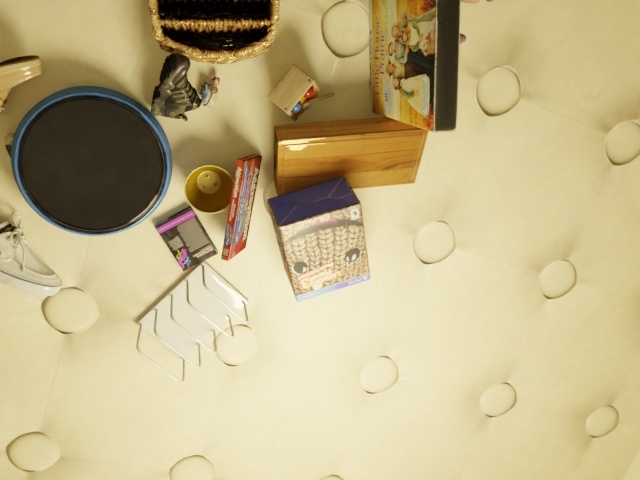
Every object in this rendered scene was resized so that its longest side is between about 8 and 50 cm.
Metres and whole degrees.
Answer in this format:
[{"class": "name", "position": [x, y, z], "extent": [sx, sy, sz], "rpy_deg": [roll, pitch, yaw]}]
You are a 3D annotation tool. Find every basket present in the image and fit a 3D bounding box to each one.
[{"class": "basket", "position": [-0.250, -0.544, 1.333], "extent": [0.300, 0.223, 0.213], "rpy_deg": [-3, 94, -13]}]

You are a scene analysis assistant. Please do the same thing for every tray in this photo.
[{"class": "tray", "position": [0.079, -0.234, 1.571], "extent": [0.412, 0.076, 0.202], "rpy_deg": [-7, 141, -11]}]

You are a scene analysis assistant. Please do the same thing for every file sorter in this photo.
[{"class": "file sorter", "position": [-0.366, 0.239, 1.631], "extent": [0.278, 0.173, 0.193], "rpy_deg": [-43, 113, 4]}]

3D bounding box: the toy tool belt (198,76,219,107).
[{"class": "toy tool belt", "position": [-0.299, -0.394, 1.488], "extent": [0.051, 0.052, 0.083], "rpy_deg": [7, 107, -24]}]

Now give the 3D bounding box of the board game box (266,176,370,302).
[{"class": "board game box", "position": [0.000, 0.000, 1.601], "extent": [0.232, 0.141, 0.290], "rpy_deg": [-18, 131, -7]}]

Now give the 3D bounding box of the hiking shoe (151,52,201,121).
[{"class": "hiking shoe", "position": [-0.350, -0.384, 1.420], "extent": [0.114, 0.227, 0.086], "rpy_deg": [11, 65, -26]}]

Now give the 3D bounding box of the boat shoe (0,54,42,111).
[{"class": "boat shoe", "position": [-0.812, -0.345, 1.359], "extent": [0.342, 0.121, 0.110], "rpy_deg": [-21, 117, 6]}]

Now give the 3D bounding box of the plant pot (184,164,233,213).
[{"class": "plant pot", "position": [-0.305, -0.151, 1.548], "extent": [0.135, 0.095, 0.134], "rpy_deg": [-4, 111, -11]}]

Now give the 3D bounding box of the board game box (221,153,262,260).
[{"class": "board game box", "position": [-0.218, -0.094, 1.564], "extent": [0.027, 0.145, 0.281], "rpy_deg": [14, 107, 7]}]

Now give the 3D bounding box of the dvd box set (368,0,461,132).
[{"class": "dvd box set", "position": [0.217, -0.448, 1.388], "extent": [0.062, 0.420, 0.307], "rpy_deg": [-8, 111, -13]}]

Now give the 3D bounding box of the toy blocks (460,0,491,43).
[{"class": "toy blocks", "position": [0.352, -0.613, 1.438], "extent": [0.260, 0.288, 0.308], "rpy_deg": [-10, 110, -14]}]

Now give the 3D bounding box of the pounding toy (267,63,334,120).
[{"class": "pounding toy", "position": [-0.049, -0.389, 1.512], "extent": [0.100, 0.141, 0.130], "rpy_deg": [41, 97, 6]}]

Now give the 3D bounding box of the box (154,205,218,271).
[{"class": "box", "position": [-0.383, -0.004, 1.619], "extent": [0.116, 0.029, 0.162], "rpy_deg": [-27, 111, -2]}]

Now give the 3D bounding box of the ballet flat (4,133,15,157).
[{"class": "ballet flat", "position": [-0.759, -0.194, 1.453], "extent": [0.058, 0.049, 0.173], "rpy_deg": [-20, 112, -4]}]

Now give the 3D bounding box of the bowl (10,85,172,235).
[{"class": "bowl", "position": [-0.580, -0.196, 1.451], "extent": [0.392, 0.077, 0.390], "rpy_deg": [-6, 107, -19]}]

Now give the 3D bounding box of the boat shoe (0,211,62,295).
[{"class": "boat shoe", "position": [-0.829, 0.001, 1.473], "extent": [0.367, 0.136, 0.156], "rpy_deg": [32, 96, -11]}]
